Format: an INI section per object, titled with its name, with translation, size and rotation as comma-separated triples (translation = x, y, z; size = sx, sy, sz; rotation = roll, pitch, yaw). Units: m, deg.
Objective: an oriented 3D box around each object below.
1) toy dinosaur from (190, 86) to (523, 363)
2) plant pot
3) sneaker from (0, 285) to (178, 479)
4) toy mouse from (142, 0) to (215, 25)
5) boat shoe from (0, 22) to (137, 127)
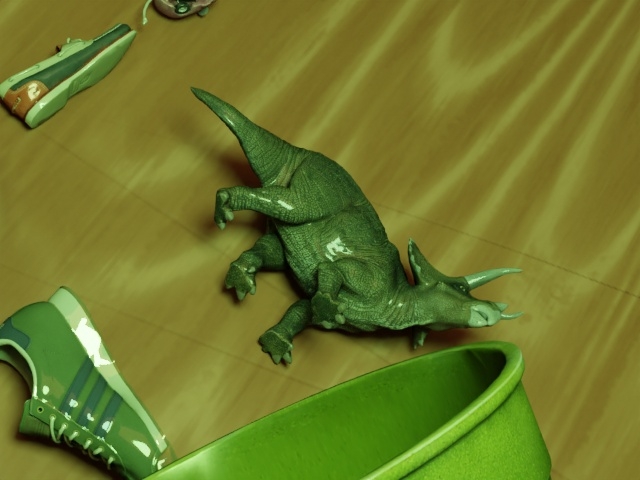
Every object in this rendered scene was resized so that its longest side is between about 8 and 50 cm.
[toy dinosaur]
translation = 0.000, 0.000, 1.354
size = 0.313, 0.121, 0.160
rotation = 45, 42, 14
[plant pot]
translation = 0.030, 0.299, 1.017
size = 0.366, 0.366, 0.353
rotation = -28, 95, -33
[sneaker]
translation = -0.180, 0.130, 1.217
size = 0.086, 0.064, 0.192
rotation = -26, 71, -24
[toy mouse]
translation = -0.118, -0.245, 1.491
size = 0.143, 0.031, 0.161
rotation = 14, 56, -13
[boat shoe]
translation = -0.211, -0.147, 1.386
size = 0.043, 0.049, 0.137
rotation = 42, 59, 9
